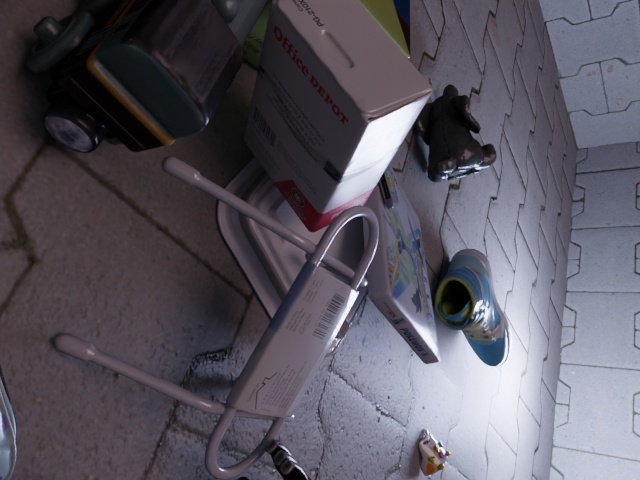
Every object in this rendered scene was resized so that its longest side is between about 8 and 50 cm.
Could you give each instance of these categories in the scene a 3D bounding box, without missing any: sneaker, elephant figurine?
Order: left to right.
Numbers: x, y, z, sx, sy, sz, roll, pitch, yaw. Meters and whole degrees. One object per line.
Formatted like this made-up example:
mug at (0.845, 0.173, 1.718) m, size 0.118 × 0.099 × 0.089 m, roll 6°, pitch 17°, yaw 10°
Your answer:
elephant figurine at (0.290, -0.263, 1.235) m, size 0.169 × 0.186 × 0.239 m, roll -11°, pitch 86°, yaw -12°
sneaker at (0.362, 0.199, 1.308) m, size 0.208 × 0.127 × 0.319 m, roll -34°, pitch 106°, yaw -53°

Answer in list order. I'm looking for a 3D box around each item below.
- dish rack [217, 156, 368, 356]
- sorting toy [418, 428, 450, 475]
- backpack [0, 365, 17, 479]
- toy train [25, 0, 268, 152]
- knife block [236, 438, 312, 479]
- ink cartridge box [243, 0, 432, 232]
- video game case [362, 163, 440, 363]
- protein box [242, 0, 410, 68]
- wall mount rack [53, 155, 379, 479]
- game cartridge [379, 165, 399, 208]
dish rack at (0.000, 0.000, 0.843) m, size 0.285 × 0.072 × 0.332 m, roll -55°, pitch 129°, yaw -41°
sorting toy at (0.246, 0.464, 1.200) m, size 0.075 × 0.045 × 0.083 m, roll 59°, pitch 40°, yaw -7°
backpack at (-0.316, 0.090, 0.289) m, size 0.254 × 0.191 × 0.225 m, roll -18°, pitch 103°, yaw -49°
toy train at (-0.143, -0.226, 0.542) m, size 0.142 × 0.190 × 0.333 m, roll 52°, pitch 48°, yaw -41°
knife block at (-0.030, 0.362, 0.693) m, size 0.088 × 0.276 × 0.242 m, roll -33°, pitch 87°, yaw -20°
ink cartridge box at (0.005, -0.146, 0.641) m, size 0.100 × 0.237 × 0.172 m, roll -29°, pitch 74°, yaw -26°
video game case at (0.142, 0.017, 0.967) m, size 0.300 × 0.036 × 0.329 m, roll 50°, pitch 32°, yaw -50°
protein box at (-0.012, -0.322, 0.723) m, size 0.200 × 0.201 × 0.135 m, roll 19°, pitch 69°, yaw -54°
wall mount rack at (-0.088, 0.081, 0.609) m, size 0.304 × 0.130 × 0.350 m, roll 35°, pitch 82°, yaw -53°
game cartridge at (0.110, -0.095, 0.891) m, size 0.056 × 0.017 × 0.083 m, roll -25°, pitch 99°, yaw -74°
